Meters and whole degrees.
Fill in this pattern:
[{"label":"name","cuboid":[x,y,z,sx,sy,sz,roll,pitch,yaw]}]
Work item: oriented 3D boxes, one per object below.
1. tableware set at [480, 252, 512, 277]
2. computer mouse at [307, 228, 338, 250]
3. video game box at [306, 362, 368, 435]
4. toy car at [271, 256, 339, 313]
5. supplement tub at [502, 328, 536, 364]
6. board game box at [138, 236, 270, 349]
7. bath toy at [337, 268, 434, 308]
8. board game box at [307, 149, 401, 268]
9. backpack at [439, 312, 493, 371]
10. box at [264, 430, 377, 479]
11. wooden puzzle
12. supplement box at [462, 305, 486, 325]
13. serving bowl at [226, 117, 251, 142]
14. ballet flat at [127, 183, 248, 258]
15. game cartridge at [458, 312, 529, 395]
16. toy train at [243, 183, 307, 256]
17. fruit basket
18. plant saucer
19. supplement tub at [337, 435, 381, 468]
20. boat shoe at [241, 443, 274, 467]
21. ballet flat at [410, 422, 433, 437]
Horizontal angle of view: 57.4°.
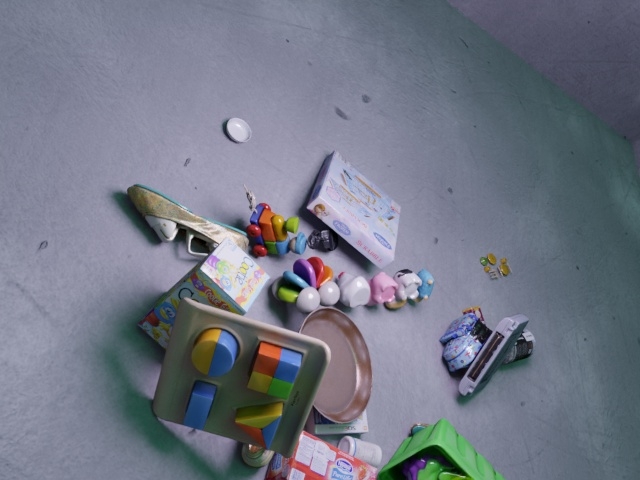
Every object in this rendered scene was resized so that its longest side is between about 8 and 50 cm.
[{"label":"tableware set","cuboid":[0.700,0.099,2.340,0.154,0.024,0.104,-10,71,-39]},{"label":"computer mouse","cuboid":[0.000,0.000,1.776,0.242,0.041,0.071,-4,89,-70]},{"label":"video game box","cuboid":[0.041,0.438,1.637,0.187,0.048,0.205,12,61,-36]},{"label":"toy car","cuboid":[-0.039,0.114,1.646,0.182,0.159,0.136,-12,115,-41]},{"label":"supplement tub","cuboid":[0.679,0.382,2.113,0.190,0.117,0.117,-3,70,-40]},{"label":"board game box","cuboid":[-0.274,0.141,1.371,0.142,0.275,0.144,45,34,-11]},{"label":"bath toy","cuboid":[0.190,0.150,1.849,0.348,0.152,0.129,1,30,-35]},{"label":"board game box","cuboid":[0.121,-0.108,1.912,0.318,0.066,0.318,39,33,-15]},{"label":"backpack","cuboid":[0.472,0.348,1.953,0.117,0.158,0.173,45,59,0]},{"label":"box","cuboid":[0.004,0.595,1.475,0.256,0.122,0.128,33,52,-20]},{"label":"wooden puzzle","cuboid":[-0.186,0.319,1.282,0.347,0.322,0.080,20,22,-1]},{"label":"supplement box","cuboid":[0.558,0.284,2.118,0.055,0.043,0.083,-2,70,-40]},{"label":"serving bowl","cuboid":[-0.257,-0.337,1.814,0.083,0.027,0.083,18,58,-31]},{"label":"ballet flat","cuboid":[-0.352,-0.028,1.533,0.348,0.123,0.123,27,54,-25]},{"label":"game cartridge","cuboid":[0.572,0.371,1.923,0.062,0.297,0.198,35,17,24]},{"label":"toy train","cuboid":[-0.124,-0.053,1.612,0.143,0.248,0.105,8,51,16]},{"label":"fruit basket","cuboid":[0.356,0.713,1.558,0.392,0.283,0.392,32,34,-25]},{"label":"plant saucer","cuboid":[0.029,0.336,1.582,0.310,0.050,0.311,27,52,-42]},{"label":"supplement tub","cuboid":[0.106,0.580,1.598,0.107,0.071,0.071,25,54,-27]},{"label":"boat shoe","cuboid":[-0.114,0.424,1.472,0.104,0.089,0.285,16,54,5]},{"label":"ballet flat","cuboid":[0.349,0.608,1.788,0.206,0.073,0.067,43,21,-16]}]
